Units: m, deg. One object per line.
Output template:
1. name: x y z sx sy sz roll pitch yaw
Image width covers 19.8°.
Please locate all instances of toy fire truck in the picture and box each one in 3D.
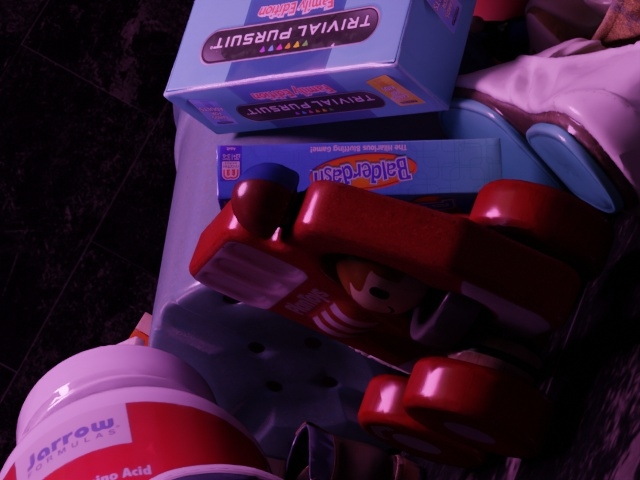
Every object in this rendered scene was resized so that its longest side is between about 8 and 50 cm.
1. toy fire truck: 0.043 0.032 1.269 0.302 0.254 0.169 140 152 -73

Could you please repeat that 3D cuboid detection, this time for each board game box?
1. board game box: 0.026 -0.262 1.547 0.254 0.079 0.336 -3 63 41
2. board game box: 0.031 -0.029 1.408 0.160 0.210 0.047 81 -173 -72

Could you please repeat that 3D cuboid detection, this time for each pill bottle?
1. pill bottle: -0.130 0.257 1.372 0.229 0.229 0.408 -59 25 20

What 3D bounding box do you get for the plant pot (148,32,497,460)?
1. plant pot: 0.000 0.000 1.674 0.341 0.341 0.334 125 163 -44

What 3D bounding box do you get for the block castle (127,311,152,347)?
1. block castle: -0.122 0.188 2.255 0.453 0.213 0.303 -57 -8 -30

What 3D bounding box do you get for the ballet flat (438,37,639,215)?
1. ballet flat: 0.199 -0.093 1.365 0.139 0.139 0.400 -61 10 0

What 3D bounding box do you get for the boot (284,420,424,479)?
1. boot: 0.007 0.233 1.420 0.082 0.106 0.219 -57 7 34

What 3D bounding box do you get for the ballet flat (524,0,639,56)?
1. ballet flat: 0.229 -0.186 1.475 0.123 0.123 0.348 -63 6 -22

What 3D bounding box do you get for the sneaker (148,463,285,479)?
1. sneaker: -0.008 0.206 1.134 0.163 0.226 0.086 -158 86 -81

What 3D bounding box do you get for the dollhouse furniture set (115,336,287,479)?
1. dollhouse furniture set: -0.207 0.271 1.754 0.303 0.198 0.286 -25 44 46

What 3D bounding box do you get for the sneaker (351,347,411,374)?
1. sneaker: 0.077 0.059 1.461 0.084 0.152 0.058 -59 -17 -21

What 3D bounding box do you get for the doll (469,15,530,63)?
1. doll: 0.197 -0.183 1.702 0.189 0.129 0.046 3 73 58

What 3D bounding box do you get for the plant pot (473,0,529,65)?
1. plant pot: 0.176 -0.301 1.860 0.243 0.275 0.275 112 -179 -47
